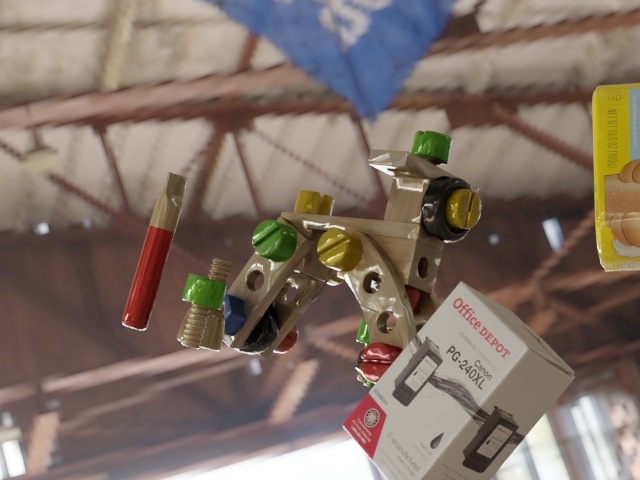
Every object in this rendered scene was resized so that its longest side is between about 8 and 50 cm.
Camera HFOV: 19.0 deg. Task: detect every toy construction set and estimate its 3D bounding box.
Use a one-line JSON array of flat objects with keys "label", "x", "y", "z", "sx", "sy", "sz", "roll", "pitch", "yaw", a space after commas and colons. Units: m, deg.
[{"label": "toy construction set", "x": 0.000, "y": 0.000, "z": 1.704, "sx": 0.309, "sy": 0.237, "sz": 0.257, "roll": 16, "pitch": -1, "yaw": -26}]

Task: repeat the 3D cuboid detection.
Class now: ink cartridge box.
[{"label": "ink cartridge box", "x": 0.104, "y": 0.121, "z": 1.456, "sx": 0.063, "sy": 0.109, "sz": 0.150, "roll": 34, "pitch": -82, "yaw": -37}]

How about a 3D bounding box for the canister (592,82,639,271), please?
[{"label": "canister", "x": 0.256, "y": -0.043, "z": 1.183, "sx": 0.170, "sy": 0.126, "sz": 0.073, "roll": -3, "pitch": -21, "yaw": 12}]
